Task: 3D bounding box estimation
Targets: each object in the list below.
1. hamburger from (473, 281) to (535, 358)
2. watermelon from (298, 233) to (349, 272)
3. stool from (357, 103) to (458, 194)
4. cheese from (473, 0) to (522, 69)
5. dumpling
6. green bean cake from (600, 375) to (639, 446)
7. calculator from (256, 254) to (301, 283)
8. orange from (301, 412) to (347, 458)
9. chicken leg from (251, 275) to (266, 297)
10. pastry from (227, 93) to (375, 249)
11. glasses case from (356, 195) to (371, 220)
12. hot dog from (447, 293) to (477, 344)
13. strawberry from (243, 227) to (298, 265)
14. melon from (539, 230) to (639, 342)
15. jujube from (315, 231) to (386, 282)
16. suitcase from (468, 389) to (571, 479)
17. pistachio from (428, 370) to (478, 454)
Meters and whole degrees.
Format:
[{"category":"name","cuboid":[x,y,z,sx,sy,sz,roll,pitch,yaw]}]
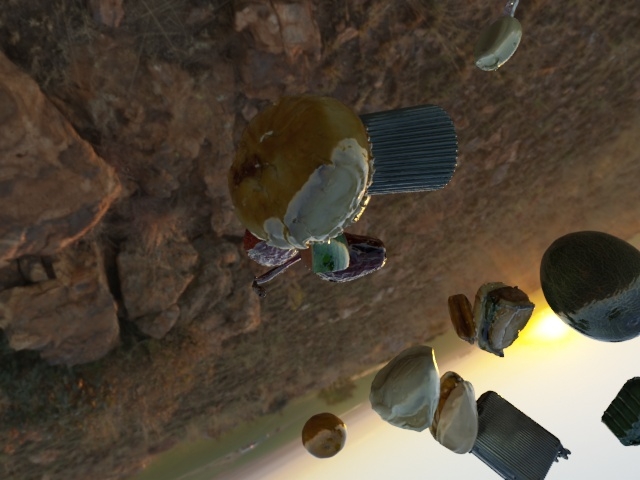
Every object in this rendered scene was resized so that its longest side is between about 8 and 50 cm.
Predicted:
[{"category":"hamburger","cuboid":[0.484,0.224,1.455,0.155,0.135,0.207,0,122,-21]},{"category":"watermelon","cuboid":[0.020,-0.006,1.517,0.146,0.231,0.128,0,159,-20]},{"category":"stool","cuboid":[0.232,-0.292,1.702,0.330,0.297,0.297,-10,154,-21]},{"category":"cheese","cuboid":[0.495,-0.572,1.404,0.137,0.064,0.227,-6,-124,60]},{"category":"dumpling","cuboid":[0.221,0.375,1.345,0.179,0.252,0.131,-9,133,27]},{"category":"green bean cake","cuboid":[0.938,0.484,1.461,0.193,0.107,0.208,3,120,-11]},{"category":"calculator","cuboid":[-0.158,0.112,1.946,0.190,0.034,0.126,-30,179,37]},{"category":"orange","cuboid":[0.012,0.665,1.765,0.159,0.159,0.136,-31,-157,3]},{"category":"chicken leg","cuboid":[-0.220,0.165,1.801,0.036,0.083,0.021,-36,161,1]},{"category":"pastry","cuboid":[-0.045,-0.170,1.298,0.409,0.409,0.245,-40,148,26]},{"category":"glasses case","cuboid":[0.026,-0.195,1.910,0.131,0.313,0.070,-60,168,10]},{"category":"hot dog","cuboid":[0.360,0.197,1.297,0.062,0.144,0.038,-10,137,5]},{"category":"strawberry","cuboid":[-0.226,0.000,2.419,0.292,0.310,0.291,-4,128,-5]},{"category":"melon","cuboid":[0.658,0.101,1.230,0.237,0.301,0.237,-3,121,-6]},{"category":"jujube","cuboid":[0.102,0.063,1.966,0.290,0.197,0.197,-6,157,-3]},{"category":"suitcase","cuboid":[0.594,0.631,1.607,0.202,0.312,0.128,-46,161,-24]},{"category":"pistachio","cuboid":[0.387,0.497,1.481,0.157,0.229,0.157,0,-171,0]}]
